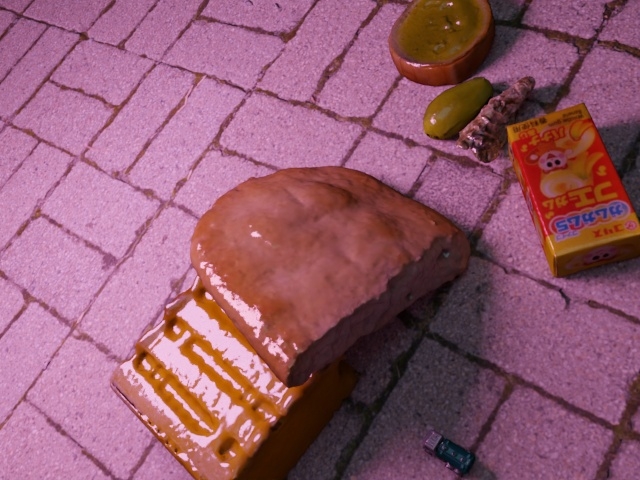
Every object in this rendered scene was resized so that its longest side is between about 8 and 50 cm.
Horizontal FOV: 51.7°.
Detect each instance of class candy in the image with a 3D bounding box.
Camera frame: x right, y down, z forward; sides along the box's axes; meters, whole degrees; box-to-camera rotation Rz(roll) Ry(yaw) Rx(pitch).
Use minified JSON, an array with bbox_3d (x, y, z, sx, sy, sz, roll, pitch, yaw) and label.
[{"bbox_3d":[0.418,-0.087,1.107,0.146,0.088,0.276,-15,58,12],"label":"candy"}]

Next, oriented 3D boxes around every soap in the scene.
[{"bbox_3d":[-0.149,0.235,1.115,0.335,0.156,0.293,31,78,32],"label":"soap"}]

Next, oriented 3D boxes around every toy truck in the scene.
[{"bbox_3d":[0.192,0.318,0.994,0.083,0.044,0.039,28,72,32],"label":"toy truck"}]

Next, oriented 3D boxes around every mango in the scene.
[{"bbox_3d":[0.265,-0.262,1.277,0.165,0.074,0.091,-44,53,-6],"label":"mango"}]

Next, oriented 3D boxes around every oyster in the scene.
[{"bbox_3d":[0.324,-0.230,1.229,0.106,0.061,0.200,20,72,7],"label":"oyster"}]

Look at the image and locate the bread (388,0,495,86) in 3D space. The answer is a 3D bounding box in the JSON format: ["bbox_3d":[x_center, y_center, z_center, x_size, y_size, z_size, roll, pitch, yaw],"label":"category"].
[{"bbox_3d":[0.252,-0.431,1.382,0.236,0.070,0.236,-10,59,18],"label":"bread"}]

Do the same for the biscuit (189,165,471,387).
[{"bbox_3d":[0.000,-0.001,1.137,0.429,0.104,0.446,-26,46,-24],"label":"biscuit"}]
